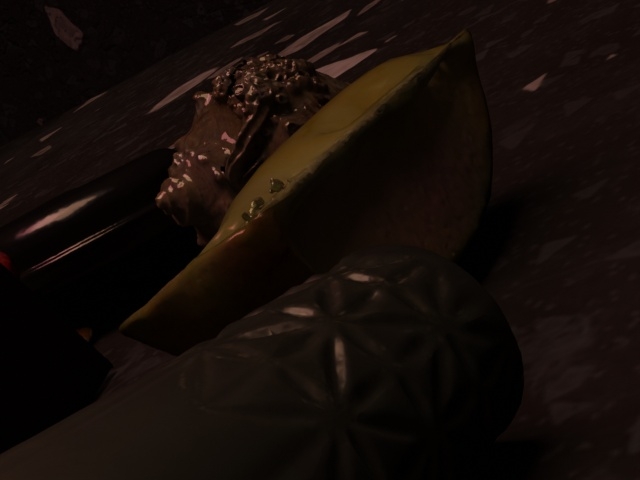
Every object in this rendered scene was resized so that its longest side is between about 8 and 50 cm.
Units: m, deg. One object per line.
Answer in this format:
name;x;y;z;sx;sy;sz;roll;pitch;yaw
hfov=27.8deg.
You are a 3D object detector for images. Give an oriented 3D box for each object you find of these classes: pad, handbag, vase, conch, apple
pad;-0.232;0.087;0.830;0.006;0.170;0.245;-43;10;24
handbag;-0.234;0.008;1.178;0.308;0.093;0.254;-22;12;31
vase;-0.048;0.116;0.459;0.301;0.156;0.251;-37;-10;-43
conch;-0.017;-0.072;1.042;0.245;0.163;0.178;-20;42;-29
apple;0.000;0.000;0.757;0.193;0.120;0.265;-34;7;41

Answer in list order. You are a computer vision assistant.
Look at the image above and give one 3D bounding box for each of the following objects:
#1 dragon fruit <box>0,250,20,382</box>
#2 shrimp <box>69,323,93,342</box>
dragon fruit;-0.410;0.093;0.883;0.386;0.371;0.249;-3;-44;-40
shrimp;-0.240;0.102;1.063;0.114;0.023;0.083;-21;20;20
